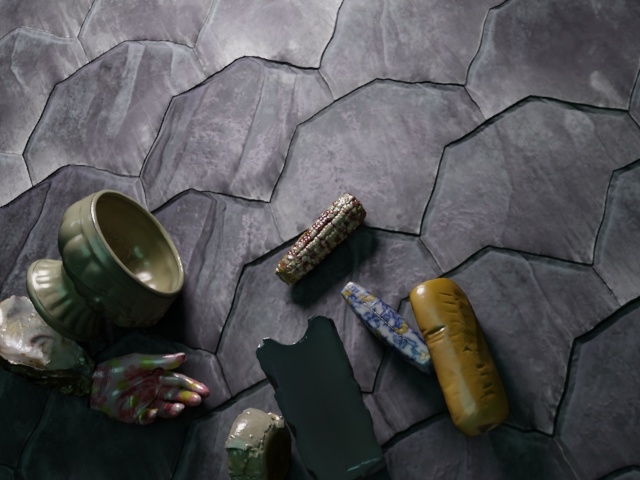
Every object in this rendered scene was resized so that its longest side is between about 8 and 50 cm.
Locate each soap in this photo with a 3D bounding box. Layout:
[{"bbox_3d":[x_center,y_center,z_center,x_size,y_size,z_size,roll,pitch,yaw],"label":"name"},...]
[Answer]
[{"bbox_3d":[0.007,0.317,1.594,0.158,0.302,0.258,-21,63,-2],"label":"soap"}]

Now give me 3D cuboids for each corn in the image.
[{"bbox_3d":[0.000,0.000,1.850,0.237,0.079,0.079,-47,63,-6],"label":"corn"}]

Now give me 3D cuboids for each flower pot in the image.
[{"bbox_3d":[-0.464,0.071,1.853,0.244,0.307,0.307,-36,61,18],"label":"flower pot"}]

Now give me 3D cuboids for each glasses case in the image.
[{"bbox_3d":[0.138,0.174,1.728,0.065,0.087,0.248,-48,61,-2],"label":"glasses case"}]

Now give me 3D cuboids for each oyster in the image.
[{"bbox_3d":[-0.635,0.245,1.886,0.396,0.204,0.111,29,115,27],"label":"oyster"}]

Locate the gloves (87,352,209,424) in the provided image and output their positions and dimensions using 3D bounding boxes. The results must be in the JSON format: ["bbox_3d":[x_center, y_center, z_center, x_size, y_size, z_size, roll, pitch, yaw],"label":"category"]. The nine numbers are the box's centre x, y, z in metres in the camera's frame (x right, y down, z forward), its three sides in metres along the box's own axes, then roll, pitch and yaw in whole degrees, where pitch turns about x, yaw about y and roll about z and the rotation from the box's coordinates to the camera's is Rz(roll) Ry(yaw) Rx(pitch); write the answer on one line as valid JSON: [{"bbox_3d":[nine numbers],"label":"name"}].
[{"bbox_3d":[-0.353,0.310,1.804,0.241,0.126,0.145,9,62,-10],"label":"gloves"}]

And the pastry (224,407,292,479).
[{"bbox_3d":[-0.118,0.407,1.668,0.088,0.166,0.166,0,67,23],"label":"pastry"}]

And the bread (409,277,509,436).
[{"bbox_3d":[0.268,0.213,1.642,0.091,0.142,0.305,-40,57,37],"label":"bread"}]
